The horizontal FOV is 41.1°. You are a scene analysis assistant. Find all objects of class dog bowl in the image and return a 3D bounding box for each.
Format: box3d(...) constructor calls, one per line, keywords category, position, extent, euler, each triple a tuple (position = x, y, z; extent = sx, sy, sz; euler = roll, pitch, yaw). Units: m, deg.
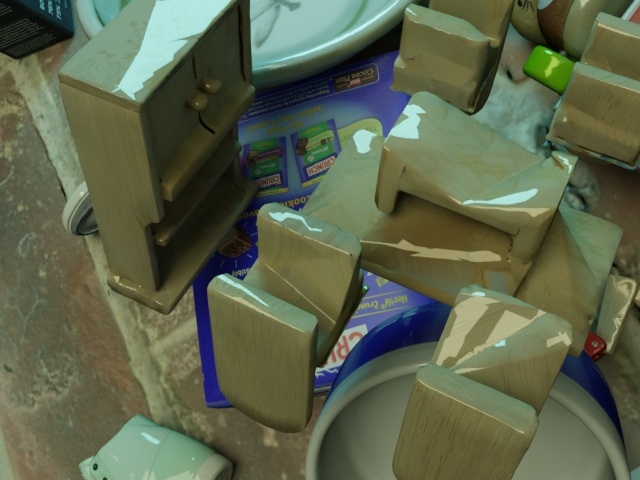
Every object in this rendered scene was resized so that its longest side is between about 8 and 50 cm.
box3d(category="dog bowl", position=(0.126, 0.189, 0.737), extent=(0.265, 0.104, 0.265), euler=(5, 115, 12))

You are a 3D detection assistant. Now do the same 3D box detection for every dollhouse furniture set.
box3d(category="dollhouse furniture set", position=(0.022, -0.017, 0.677), extent=(0.394, 0.256, 0.362), euler=(23, 55, 14))

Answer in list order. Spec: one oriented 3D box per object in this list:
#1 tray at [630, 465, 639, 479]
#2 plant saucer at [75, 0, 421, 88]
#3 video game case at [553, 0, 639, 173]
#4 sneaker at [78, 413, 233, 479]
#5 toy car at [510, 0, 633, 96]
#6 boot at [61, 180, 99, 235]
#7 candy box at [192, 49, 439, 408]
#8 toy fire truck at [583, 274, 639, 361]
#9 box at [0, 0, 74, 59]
box3d(category="tray", position=(0.290, 0.290, 0.757), extent=(0.270, 0.030, 0.145), euler=(-39, 68, 13))
box3d(category="plant saucer", position=(-0.062, -0.279, 0.938), extent=(0.400, 0.100, 0.400), euler=(-6, 51, 7))
box3d(category="video game case", position=(0.379, -0.113, 0.737), extent=(0.285, 0.025, 0.204), euler=(36, 96, 3))
box3d(category="sneaker", position=(-0.219, 0.321, 0.944), extent=(0.151, 0.094, 0.256), euler=(27, 82, 20))
box3d(category="toy car", position=(0.225, -0.239, 0.837), extent=(0.188, 0.149, 0.155), euler=(40, 108, 37))
box3d(category="boot", position=(-0.228, -0.053, 1.035), extent=(0.190, 0.069, 0.086), euler=(-43, 63, 10))
box3d(category="candy box", position=(0.000, 0.000, 0.893), extent=(0.268, 0.122, 0.317), euler=(-13, 74, 20))
box3d(category="toy fire truck", position=(0.264, 0.079, 0.799), extent=(0.135, 0.047, 0.192), euler=(-37, 67, 13))
box3d(category="box", position=(-0.434, -0.353, 1.110), extent=(0.108, 0.207, 0.153), euler=(-16, 74, 21))
